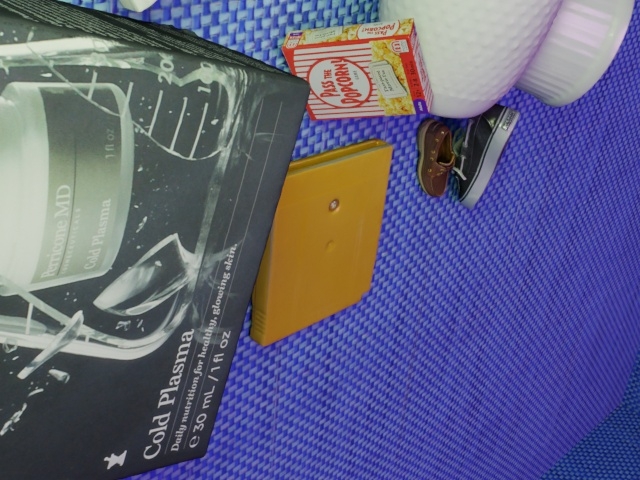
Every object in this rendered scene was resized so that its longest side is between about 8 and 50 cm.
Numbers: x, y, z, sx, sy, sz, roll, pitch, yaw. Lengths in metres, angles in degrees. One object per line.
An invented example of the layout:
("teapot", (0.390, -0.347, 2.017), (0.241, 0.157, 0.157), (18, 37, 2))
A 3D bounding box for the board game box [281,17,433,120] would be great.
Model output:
("board game box", (0.058, -0.250, 1.173), (0.147, 0.193, 0.045), (63, 34, -47))

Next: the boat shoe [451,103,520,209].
("boat shoe", (0.306, -0.171, 1.585), (0.113, 0.105, 0.306), (-60, 169, -21))

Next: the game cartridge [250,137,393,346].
("game cartridge", (0.000, 0.000, 1.388), (0.285, 0.052, 0.324), (-21, 130, -41))

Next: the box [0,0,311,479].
("box", (-0.320, -0.003, 0.808), (0.471, 0.297, 0.480), (0, 113, -47))

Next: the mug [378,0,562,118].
("mug", (0.247, -0.394, 1.262), (0.374, 0.276, 0.328), (-49, 159, -52))

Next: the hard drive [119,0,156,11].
("hard drive", (-0.181, -0.433, 0.756), (0.233, 0.047, 0.353), (-49, 145, -18))

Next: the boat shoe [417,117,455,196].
("boat shoe", (0.229, -0.153, 1.543), (0.064, 0.060, 0.178), (-38, 137, -28))

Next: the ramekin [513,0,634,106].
("ramekin", (0.400, -0.385, 1.380), (0.135, 0.277, 0.277), (14, 104, -16))
